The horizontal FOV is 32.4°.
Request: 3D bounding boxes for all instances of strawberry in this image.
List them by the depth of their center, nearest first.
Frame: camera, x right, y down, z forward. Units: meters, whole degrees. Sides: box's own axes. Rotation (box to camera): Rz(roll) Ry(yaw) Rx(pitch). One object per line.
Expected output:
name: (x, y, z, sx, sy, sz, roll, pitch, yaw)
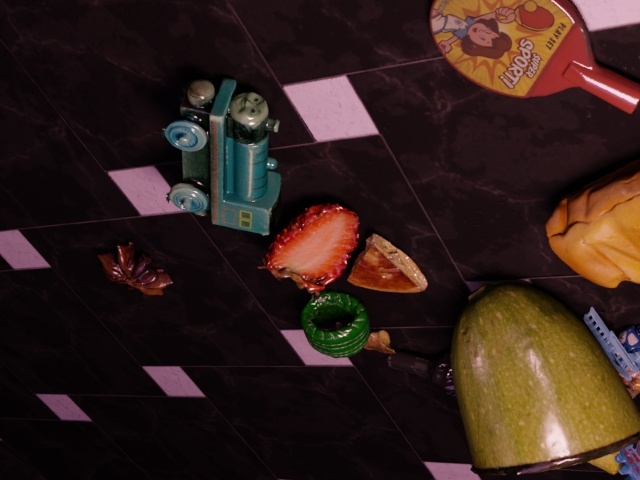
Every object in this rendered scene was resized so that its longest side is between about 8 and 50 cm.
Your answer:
strawberry: (-0.002, -0.003, 1.965, 0.167, 0.087, 0.208, 25, 123, -35)

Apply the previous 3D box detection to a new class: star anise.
star anise: (-0.384, 0.067, 2.278, 0.168, 0.057, 0.168, 16, 142, 13)

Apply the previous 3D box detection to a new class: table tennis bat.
table tennis bat: (0.293, -0.261, 1.496, 0.310, 0.038, 0.200, 28, 145, 2)

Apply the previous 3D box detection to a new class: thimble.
thimble: (0.027, 0.161, 2.110, 0.130, 0.118, 0.090, 36, 157, 34)

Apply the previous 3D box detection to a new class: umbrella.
umbrella: (0.287, 0.263, 2.114, 0.340, 0.118, 0.118, 12, 143, 27)

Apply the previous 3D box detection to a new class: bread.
bread: (0.475, -0.037, 1.590, 0.167, 0.132, 0.294, 33, 142, -23)
bread: (0.129, 0.052, 1.965, 0.136, 0.054, 0.154, 26, 150, 1)
bread: (0.543, 0.379, 2.099, 0.114, 0.111, 0.129, 20, 140, 20)

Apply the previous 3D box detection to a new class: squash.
squash: (0.369, 0.212, 1.877, 0.310, 0.310, 0.309, -18, 83, 43)

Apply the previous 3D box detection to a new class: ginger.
ginger: (0.092, 0.194, 2.177, 0.137, 0.044, 0.057, 8, 171, 31)

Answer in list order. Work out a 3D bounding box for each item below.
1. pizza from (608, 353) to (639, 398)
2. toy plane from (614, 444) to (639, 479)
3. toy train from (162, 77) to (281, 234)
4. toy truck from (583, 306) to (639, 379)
pizza: (0.557, 0.250, 1.969, 0.195, 0.052, 0.185, -11, 134, 39)
toy plane: (0.609, 0.420, 1.967, 0.254, 0.105, 0.271, 33, 157, -3)
toy train: (-0.155, -0.141, 1.841, 0.194, 0.120, 0.298, 12, 143, 5)
toy truck: (0.516, 0.168, 1.887, 0.136, 0.074, 0.063, 59, 150, 24)
